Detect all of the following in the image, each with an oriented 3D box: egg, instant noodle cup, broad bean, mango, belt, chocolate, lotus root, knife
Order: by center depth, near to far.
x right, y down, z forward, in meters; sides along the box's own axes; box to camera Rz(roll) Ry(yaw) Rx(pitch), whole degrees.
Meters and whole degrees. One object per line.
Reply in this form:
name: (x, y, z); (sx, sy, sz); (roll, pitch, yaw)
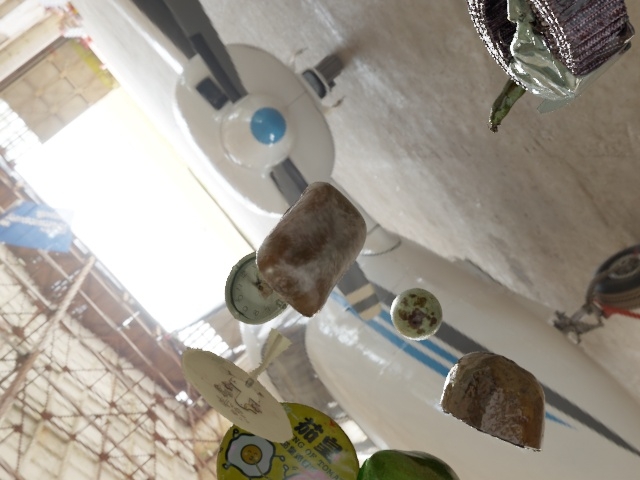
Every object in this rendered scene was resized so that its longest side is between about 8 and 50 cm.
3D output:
belt: (0.320, -0.331, 0.908); (0.260, 0.122, 0.325); (54, -176, 7)
chocolate: (0.000, 0.000, 1.276); (0.185, 0.303, 0.100); (41, 135, -7)
mango: (0.193, 0.555, 1.311); (0.201, 0.225, 0.382); (12, 152, 44)
instant noodle cup: (-0.092, 0.579, 1.426); (0.325, 0.325, 0.254); (45, 139, 29)
broad bean: (0.482, -0.376, 1.482); (0.046, 0.255, 0.065); (16, -153, -52)
lotus root: (0.443, 0.387, 1.530); (0.272, 0.192, 0.272); (19, 170, 3)
knife: (0.688, -0.443, 1.640); (0.080, 0.044, 0.331); (36, 146, 10)
egg: (0.320, 0.240, 2.062); (0.169, 0.169, 0.231); (50, -169, -7)

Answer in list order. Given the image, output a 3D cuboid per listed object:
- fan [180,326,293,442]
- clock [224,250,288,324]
fan: (-0.110, 0.220, 0.959); (0.233, 0.012, 0.415); (38, 145, 0)
clock: (-0.180, 0.146, 1.872); (0.236, 0.236, 0.053); (45, -179, 30)
